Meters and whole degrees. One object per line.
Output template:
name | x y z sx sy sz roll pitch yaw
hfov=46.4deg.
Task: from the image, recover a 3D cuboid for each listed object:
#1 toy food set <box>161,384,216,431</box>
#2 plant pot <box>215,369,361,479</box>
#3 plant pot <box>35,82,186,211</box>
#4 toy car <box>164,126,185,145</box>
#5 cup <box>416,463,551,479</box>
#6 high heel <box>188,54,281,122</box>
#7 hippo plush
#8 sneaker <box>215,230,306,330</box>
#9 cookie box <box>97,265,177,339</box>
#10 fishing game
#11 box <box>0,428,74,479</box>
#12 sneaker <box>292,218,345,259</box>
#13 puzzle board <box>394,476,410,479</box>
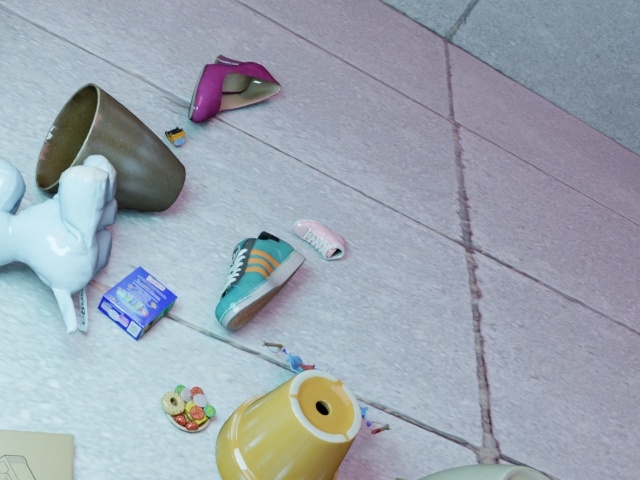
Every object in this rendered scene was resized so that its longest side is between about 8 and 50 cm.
toy food set | -0.215 0.273 1.222 0.083 0.020 0.083 46 37 14
plant pot | -0.036 0.308 1.189 0.205 0.188 0.205 22 38 -19
plant pot | -0.380 -0.148 1.423 0.230 0.215 0.215 27 34 -37
toy car | -0.348 -0.213 1.657 0.122 0.060 0.040 -36 120 -36
cup | 0.281 0.496 1.205 0.331 0.237 0.331 22 39 -19
high heel | -0.204 -0.363 1.840 0.181 0.127 0.377 20 34 -5
hippo plush | -0.473 -0.013 1.221 0.237 0.234 0.294 9 84 -8
sneaker | -0.140 0.070 1.447 0.121 0.108 0.302 39 28 5
cookie box | -0.317 0.108 1.304 0.092 0.040 0.107 39 36 3
fishing game | 0.016 0.255 1.344 0.264 0.041 0.189 35 0 19
box | -0.411 0.343 0.982 0.164 0.021 0.201 14 42 -28
sneaker | 0.000 0.000 1.679 0.134 0.051 0.070 22 33 -26
puzzle board | 0.137 0.433 1.199 0.011 0.128 0.096 42 66 -16
